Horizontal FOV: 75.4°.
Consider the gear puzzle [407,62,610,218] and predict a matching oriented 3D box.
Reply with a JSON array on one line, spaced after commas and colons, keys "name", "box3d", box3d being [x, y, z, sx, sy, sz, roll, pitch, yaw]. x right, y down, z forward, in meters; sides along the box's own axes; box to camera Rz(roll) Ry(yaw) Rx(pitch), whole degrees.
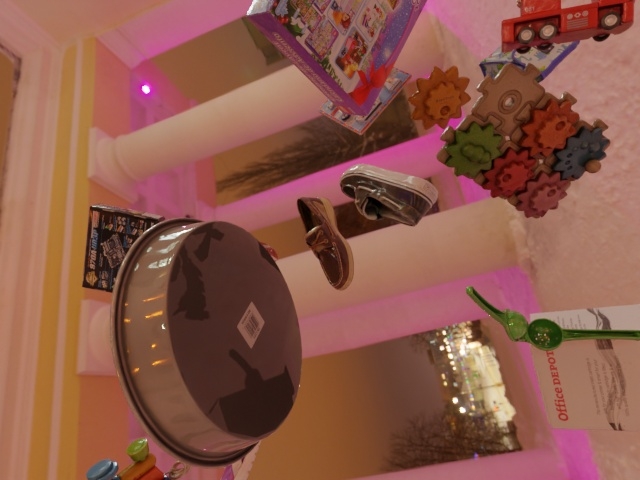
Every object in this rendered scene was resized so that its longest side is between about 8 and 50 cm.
[{"name": "gear puzzle", "box3d": [0.273, -0.149, 0.594, 0.338, 0.176, 0.044, 23, -152, -23]}]

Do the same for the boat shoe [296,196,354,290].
[{"name": "boat shoe", "box3d": [0.000, 0.000, 1.296, 0.123, 0.123, 0.342, 8, -127, -37]}]

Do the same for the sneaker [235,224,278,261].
[{"name": "sneaker", "box3d": [-0.163, 0.020, 0.868, 0.175, 0.067, 0.064, 39, -168, -39]}]

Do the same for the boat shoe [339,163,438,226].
[{"name": "boat shoe", "box3d": [0.140, -0.114, 1.064, 0.121, 0.119, 0.335, 42, 168, -31]}]

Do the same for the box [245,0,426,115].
[{"name": "box", "box3d": [0.055, -0.344, 0.537, 0.200, 0.057, 0.294, 31, -95, -44]}]

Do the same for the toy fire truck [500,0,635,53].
[{"name": "toy fire truck", "box3d": [0.270, -0.308, 0.509, 0.047, 0.191, 0.136, -17, -75, -66]}]

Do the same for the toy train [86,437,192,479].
[{"name": "toy train", "box3d": [-0.398, 0.519, 0.957, 0.248, 0.105, 0.144, -27, -68, -44]}]

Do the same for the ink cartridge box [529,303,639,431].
[{"name": "ink cartridge box", "box3d": [0.617, 0.260, 0.852, 0.129, 0.307, 0.223, -39, -67, -58]}]

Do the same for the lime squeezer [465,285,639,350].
[{"name": "lime squeezer", "box3d": [0.358, 0.145, 0.688, 0.110, 0.310, 0.059, 127, 158, -72]}]

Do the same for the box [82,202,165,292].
[{"name": "box", "box3d": [-0.507, 0.030, 1.069, 0.051, 0.175, 0.221, -93, 15, -78]}]

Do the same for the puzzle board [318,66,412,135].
[{"name": "puzzle board", "box3d": [0.069, -0.236, 0.663, 0.096, 0.128, 0.011, 37, 174, 30]}]

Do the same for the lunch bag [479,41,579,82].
[{"name": "lunch bag", "box3d": [0.442, -0.386, 0.881, 0.151, 0.129, 0.096, 32, 164, 52]}]

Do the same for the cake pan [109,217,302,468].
[{"name": "cake pan", "box3d": [-0.107, 0.104, 0.495, 0.293, 0.054, 0.293, 50, -151, -42]}]

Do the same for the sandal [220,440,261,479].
[{"name": "sandal", "box3d": [-0.268, 0.654, 1.277, 0.102, 0.169, 0.417, 33, -134, -15]}]
